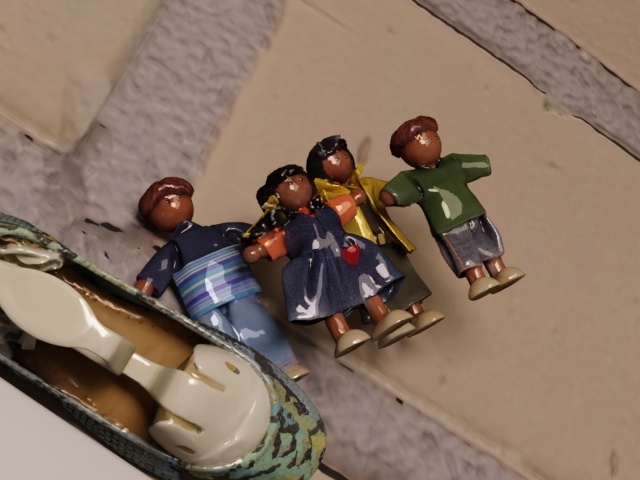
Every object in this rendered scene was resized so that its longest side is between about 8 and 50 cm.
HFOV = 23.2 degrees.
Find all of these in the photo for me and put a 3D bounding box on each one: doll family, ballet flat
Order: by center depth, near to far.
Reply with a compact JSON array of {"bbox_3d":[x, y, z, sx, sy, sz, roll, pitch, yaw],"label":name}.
[{"bbox_3d":[-0.077,0.052,0.626,0.188,0.070,0.070,29,46,-12],"label":"ballet flat"},{"bbox_3d":[0.000,0.000,0.723,0.193,0.076,0.111,-18,77,-41],"label":"doll family"}]

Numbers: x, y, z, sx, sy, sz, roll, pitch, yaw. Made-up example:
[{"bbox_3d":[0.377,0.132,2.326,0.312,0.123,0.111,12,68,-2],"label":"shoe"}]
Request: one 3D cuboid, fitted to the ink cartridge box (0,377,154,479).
[{"bbox_3d":[-0.106,0.217,0.485,0.324,0.071,0.330,36,43,-12],"label":"ink cartridge box"}]
